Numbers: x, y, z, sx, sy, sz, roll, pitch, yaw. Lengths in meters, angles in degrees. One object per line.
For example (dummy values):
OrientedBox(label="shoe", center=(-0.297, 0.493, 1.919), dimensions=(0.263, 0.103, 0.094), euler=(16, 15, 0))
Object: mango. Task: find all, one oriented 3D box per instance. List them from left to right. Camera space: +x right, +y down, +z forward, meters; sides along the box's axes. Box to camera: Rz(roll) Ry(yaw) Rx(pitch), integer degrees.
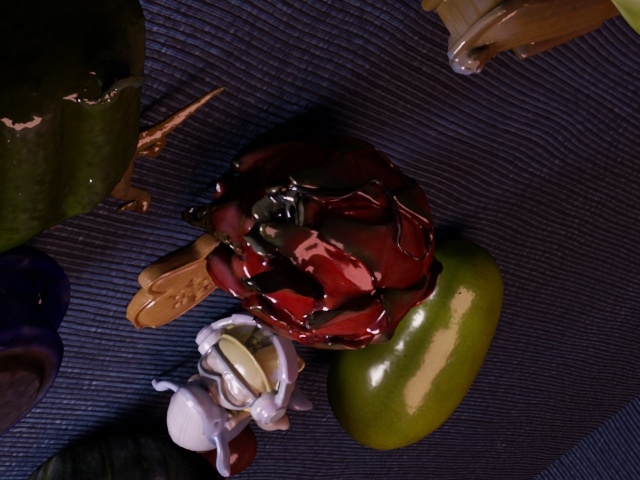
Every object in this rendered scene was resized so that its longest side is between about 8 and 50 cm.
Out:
OrientedBox(label="mango", center=(0.112, 0.115, 2.203), dimensions=(0.175, 0.143, 0.293), euler=(-6, 136, -43))

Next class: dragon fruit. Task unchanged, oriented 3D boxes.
OrientedBox(label="dragon fruit", center=(0.000, 0.000, 1.675), dimensions=(0.193, 0.192, 0.274), euler=(-40, 158, 0))

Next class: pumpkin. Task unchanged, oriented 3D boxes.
OrientedBox(label="pumpkin", center=(-0.208, 0.314, 2.035), dimensions=(0.250, 0.216, 0.250), euler=(-3, 134, -3))

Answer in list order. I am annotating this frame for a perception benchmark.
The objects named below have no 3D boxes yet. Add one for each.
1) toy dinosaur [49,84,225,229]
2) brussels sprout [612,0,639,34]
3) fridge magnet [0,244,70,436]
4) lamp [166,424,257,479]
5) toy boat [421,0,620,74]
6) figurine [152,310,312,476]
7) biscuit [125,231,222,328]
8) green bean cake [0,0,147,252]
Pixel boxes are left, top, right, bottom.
OrientedBox(label="toy dinosaur", center=(-0.159, -0.065, 1.491), dimensions=(0.126, 0.039, 0.162), euler=(-7, 145, -50))
OrientedBox(label="brussels sprout", center=(0.284, -0.264, 1.393), dimensions=(0.316, 0.274, 0.243), euler=(-13, 131, -48))
OrientedBox(label="fridge magnet", center=(-0.308, 0.102, 1.522), dimensions=(0.265, 0.113, 0.265), euler=(-33, 161, -13))
OrientedBox(label="lamp", center=(-0.120, 0.226, 2.144), dimensions=(0.101, 0.090, 0.101), euler=(5, 163, 1))
OrientedBox(label="toy boat", center=(0.219, -0.221, 1.671), dimensions=(0.321, 0.089, 0.121), euler=(-23, 163, -35))
OrientedBox(label="figurine", center=(-0.082, 0.147, 1.986), dimensions=(0.184, 0.128, 0.208), euler=(-48, 165, 26))
OrientedBox(label="biscuit", center=(-0.126, 0.037, 1.799), dimensions=(0.140, 0.023, 0.118), euler=(-43, 159, 23))
OrientedBox(label="green bean cake", center=(-0.239, -0.097, 0.978), dimensions=(0.250, 0.247, 0.156), euler=(-26, 158, -24))
